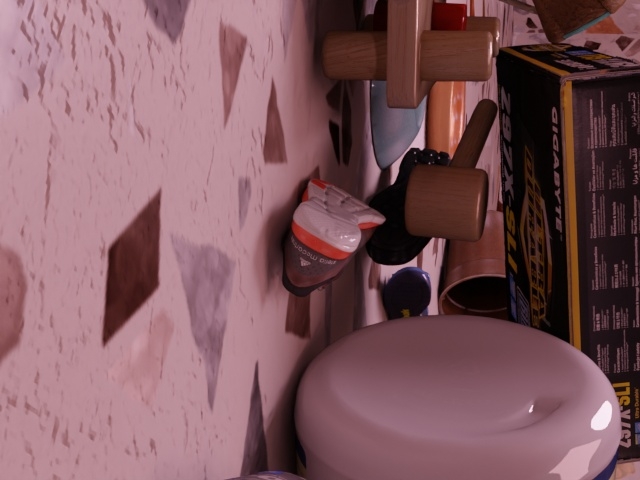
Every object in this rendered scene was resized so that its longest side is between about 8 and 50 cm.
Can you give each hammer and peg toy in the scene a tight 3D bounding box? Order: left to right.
[{"bbox_3d":[0.080,-0.196,0.798,0.266,0.127,0.361,-55,147,-69],"label":"hammer and peg toy"}]

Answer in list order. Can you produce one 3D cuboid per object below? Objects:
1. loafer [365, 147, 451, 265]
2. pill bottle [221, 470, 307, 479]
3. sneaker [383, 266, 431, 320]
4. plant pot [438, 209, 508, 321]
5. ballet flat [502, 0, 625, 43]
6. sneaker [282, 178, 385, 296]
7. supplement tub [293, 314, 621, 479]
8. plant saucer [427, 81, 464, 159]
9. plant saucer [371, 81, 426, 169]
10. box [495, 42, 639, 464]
[{"bbox_3d":[0.094,-0.024,1.005,0.223,0.076,0.078,-58,154,-60],"label":"loafer"},{"bbox_3d":[-0.032,0.161,0.515,0.137,0.078,0.078,39,55,-75],"label":"pill bottle"},{"bbox_3d":[0.100,0.056,1.117,0.144,0.053,0.059,85,14,-65],"label":"sneaker"},{"bbox_3d":[0.288,0.047,1.703,0.167,0.167,0.165,78,13,-48],"label":"plant pot"},{"bbox_3d":[0.153,-0.315,0.945,0.124,0.342,0.116,-49,156,25],"label":"ballet flat"},{"bbox_3d":[0.000,0.000,0.699,0.065,0.061,0.158,-62,172,16],"label":"sneaker"},{"bbox_3d":[0.099,0.245,0.757,0.235,0.235,0.325,-56,147,-66],"label":"supplement tub"},{"bbox_3d":[0.183,-0.183,1.436,0.200,0.037,0.200,4,90,-78],"label":"plant saucer"},{"bbox_3d":[0.088,-0.170,1.031,0.195,0.037,0.195,5,90,-77],"label":"plant saucer"},{"bbox_3d":[0.221,-0.005,0.874,0.257,0.079,0.322,-89,173,-74],"label":"box"}]
